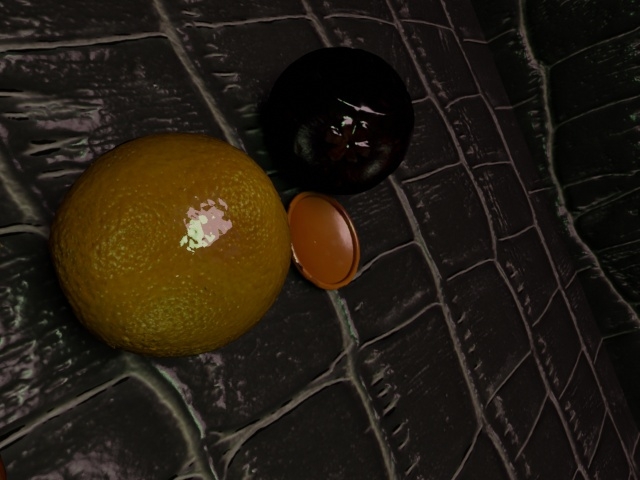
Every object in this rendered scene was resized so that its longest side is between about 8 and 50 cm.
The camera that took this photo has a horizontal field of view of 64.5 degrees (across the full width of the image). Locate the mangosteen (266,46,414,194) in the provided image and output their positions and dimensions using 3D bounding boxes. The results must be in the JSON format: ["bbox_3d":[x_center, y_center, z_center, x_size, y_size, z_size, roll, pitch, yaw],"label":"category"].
[{"bbox_3d":[0.036,-0.230,0.932,0.287,0.233,0.288,8,57,-13],"label":"mangosteen"}]

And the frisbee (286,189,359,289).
[{"bbox_3d":[0.000,0.000,0.946,0.192,0.035,0.192,19,61,-40],"label":"frisbee"}]

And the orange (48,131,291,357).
[{"bbox_3d":[-0.170,0.007,0.607,0.274,0.274,0.275,19,62,-39],"label":"orange"}]

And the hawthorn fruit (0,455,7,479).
[{"bbox_3d":[-0.386,0.235,0.318,0.307,0.276,0.276,13,64,-26],"label":"hawthorn fruit"}]
